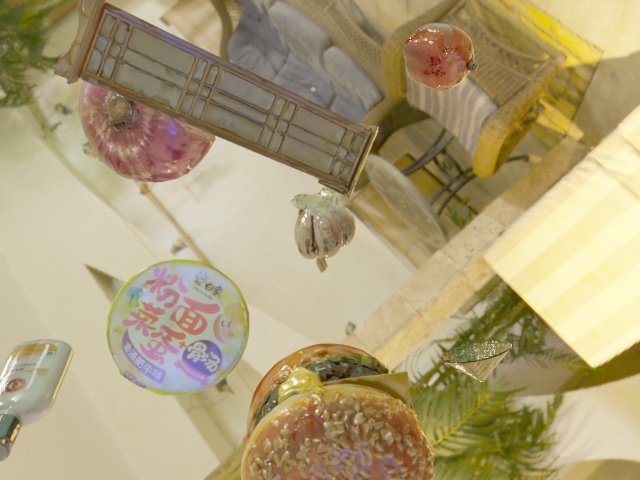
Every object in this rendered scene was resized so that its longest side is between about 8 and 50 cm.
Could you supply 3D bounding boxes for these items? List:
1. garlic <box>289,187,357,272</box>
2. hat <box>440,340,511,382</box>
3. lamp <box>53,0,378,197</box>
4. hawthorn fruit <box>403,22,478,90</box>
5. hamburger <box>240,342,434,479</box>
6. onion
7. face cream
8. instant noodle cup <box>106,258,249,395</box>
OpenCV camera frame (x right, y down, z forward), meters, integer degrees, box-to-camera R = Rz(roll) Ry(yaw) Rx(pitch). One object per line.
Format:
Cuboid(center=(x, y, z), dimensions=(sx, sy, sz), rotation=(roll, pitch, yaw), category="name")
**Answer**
Cuboid(center=(0.000, 0.000, 1.191), dimensions=(0.127, 0.131, 0.194), rotation=(51, 148, 40), category="garlic")
Cuboid(center=(0.321, 0.255, 1.178), dimensions=(0.146, 0.145, 0.067), rotation=(162, 94, -86), category="hat")
Cuboid(center=(-0.099, -0.144, 0.614), dimensions=(0.325, 0.090, 0.089), rotation=(21, -174, -27), category="lamp")
Cuboid(center=(0.306, -0.459, 1.447), dimensions=(0.188, 0.169, 0.169), rotation=(19, 158, 37), category="hawthorn fruit")
Cuboid(center=(0.024, 0.307, 0.829), dimensions=(0.291, 0.291, 0.225), rotation=(49, -177, -14), category="hamburger")
Cuboid(center=(-0.274, -0.188, 0.889), dimensions=(0.207, 0.200, 0.200), rotation=(58, 172, -30), category="onion")
Cuboid(center=(-0.600, 0.310, 1.166), dimensions=(0.291, 0.143, 0.071), rotation=(-99, 6, -60), category="face cream")
Cuboid(center=(-0.322, 0.177, 1.347), dimensions=(0.311, 0.311, 0.221), rotation=(49, 177, -12), category="instant noodle cup")
